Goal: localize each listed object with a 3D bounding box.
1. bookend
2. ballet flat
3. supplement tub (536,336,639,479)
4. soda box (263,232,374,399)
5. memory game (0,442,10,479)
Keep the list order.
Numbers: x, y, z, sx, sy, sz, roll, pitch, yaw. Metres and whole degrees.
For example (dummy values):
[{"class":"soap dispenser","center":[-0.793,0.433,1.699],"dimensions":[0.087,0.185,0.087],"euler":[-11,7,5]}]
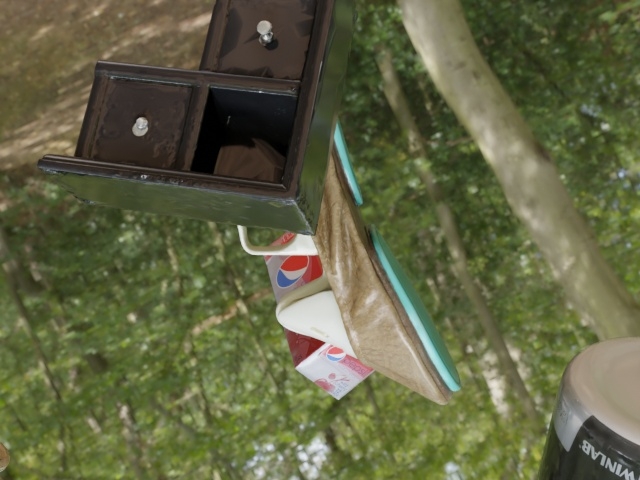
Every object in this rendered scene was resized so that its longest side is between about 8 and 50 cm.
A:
[{"class":"bookend","center":[-0.069,-0.095,0.565],"dimensions":[0.156,0.157,0.072],"euler":[9,166,11]},{"class":"ballet flat","center":[0.000,0.000,0.780],"dimensions":[0.124,0.342,0.116],"euler":[-24,-170,7]},{"class":"supplement tub","center":[0.282,0.262,0.816],"dimensions":[0.194,0.315,0.193],"euler":[4,-153,-2]},{"class":"soda box","center":[-0.001,0.085,1.243],"dimensions":[0.083,0.092,0.263],"euler":[-41,-147,15]},{"class":"memory game","center":[-0.363,0.179,0.826],"dimensions":[0.012,0.186,0.186],"euler":[-44,-177,17]}]
